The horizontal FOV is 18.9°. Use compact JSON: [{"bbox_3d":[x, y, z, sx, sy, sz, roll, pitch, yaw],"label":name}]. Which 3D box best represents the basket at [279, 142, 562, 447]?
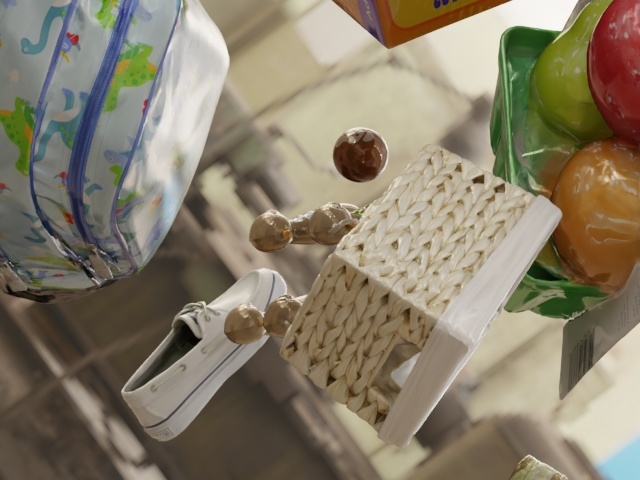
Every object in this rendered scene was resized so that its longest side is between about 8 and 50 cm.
[{"bbox_3d":[0.062,0.029,1.213,0.103,0.113,0.167,33,41,6],"label":"basket"}]

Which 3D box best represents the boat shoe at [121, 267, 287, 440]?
[{"bbox_3d":[-0.117,0.101,1.977,0.083,0.226,0.076,-3,-47,47],"label":"boat shoe"}]

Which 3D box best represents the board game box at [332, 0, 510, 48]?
[{"bbox_3d":[0.115,-0.438,1.672,0.356,0.357,0.356,-129,-160,-58],"label":"board game box"}]

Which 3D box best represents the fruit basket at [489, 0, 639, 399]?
[{"bbox_3d":[0.248,-0.091,1.447,0.353,0.165,0.327,128,-33,-54],"label":"fruit basket"}]

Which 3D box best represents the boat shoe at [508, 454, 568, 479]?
[{"bbox_3d":[0.185,0.275,1.792,0.048,0.153,0.056,26,20,19],"label":"boat shoe"}]

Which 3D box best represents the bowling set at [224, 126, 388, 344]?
[{"bbox_3d":[0.000,0.000,1.828,0.287,0.154,0.199,-14,-93,52],"label":"bowling set"}]

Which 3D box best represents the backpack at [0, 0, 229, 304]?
[{"bbox_3d":[-0.196,-0.110,1.475,0.273,0.290,0.355,18,-14,24],"label":"backpack"}]
